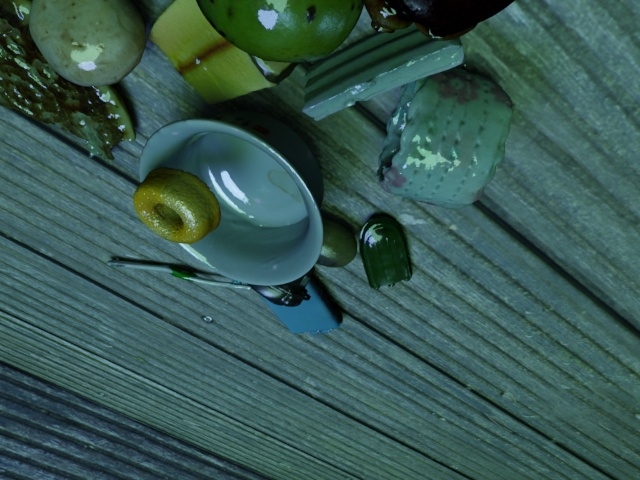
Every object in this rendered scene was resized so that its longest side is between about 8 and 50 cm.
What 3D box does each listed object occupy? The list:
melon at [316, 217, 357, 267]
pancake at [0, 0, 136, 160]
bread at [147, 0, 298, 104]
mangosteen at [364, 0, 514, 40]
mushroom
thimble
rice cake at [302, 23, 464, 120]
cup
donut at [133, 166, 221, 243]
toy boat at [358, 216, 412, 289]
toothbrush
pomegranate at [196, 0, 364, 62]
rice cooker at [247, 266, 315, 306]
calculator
[{"bbox_3d":[0.000,0.000,0.955,0.162,0.099,0.099,22,137,-5],"label":"melon"},{"bbox_3d":[-0.530,-0.315,0.818,0.426,0.067,0.305,26,143,-13],"label":"pancake"},{"bbox_3d":[-0.129,-0.332,0.690,0.264,0.163,0.168,12,149,54],"label":"bread"},{"bbox_3d":[0.130,-0.328,0.513,0.211,0.211,0.250,29,157,-14],"label":"mangosteen"},{"bbox_3d":[-0.354,-0.321,0.695,0.166,0.166,0.127,20,180,-5],"label":"mushroom"},{"bbox_3d":[0.182,-0.159,0.688,0.149,0.185,0.211,15,104,-3],"label":"thimble"},{"bbox_3d":[0.082,-0.253,0.651,0.237,0.127,0.043,-17,139,26],"label":"rice cake"},{"bbox_3d":[-0.132,-0.095,0.828,0.347,0.163,0.347,14,134,15],"label":"cup"},{"bbox_3d":[-0.247,-0.053,0.767,0.151,0.058,0.152,15,135,16],"label":"donut"},{"bbox_3d":[0.140,0.033,0.982,0.104,0.052,0.210,-15,131,7],"label":"toy boat"},{"bbox_3d":[-0.371,0.089,1.189,0.417,0.042,0.040,5,97,10],"label":"toothbrush"},{"bbox_3d":[-0.034,-0.297,0.462,0.202,0.202,0.248,31,154,-17],"label":"pomegranate"},{"bbox_3d":[-0.103,0.063,0.995,0.203,0.118,0.142,34,-177,18],"label":"rice cooker"},{"bbox_3d":[-0.060,0.152,1.161,0.172,0.051,0.293,-11,130,27],"label":"calculator"}]
